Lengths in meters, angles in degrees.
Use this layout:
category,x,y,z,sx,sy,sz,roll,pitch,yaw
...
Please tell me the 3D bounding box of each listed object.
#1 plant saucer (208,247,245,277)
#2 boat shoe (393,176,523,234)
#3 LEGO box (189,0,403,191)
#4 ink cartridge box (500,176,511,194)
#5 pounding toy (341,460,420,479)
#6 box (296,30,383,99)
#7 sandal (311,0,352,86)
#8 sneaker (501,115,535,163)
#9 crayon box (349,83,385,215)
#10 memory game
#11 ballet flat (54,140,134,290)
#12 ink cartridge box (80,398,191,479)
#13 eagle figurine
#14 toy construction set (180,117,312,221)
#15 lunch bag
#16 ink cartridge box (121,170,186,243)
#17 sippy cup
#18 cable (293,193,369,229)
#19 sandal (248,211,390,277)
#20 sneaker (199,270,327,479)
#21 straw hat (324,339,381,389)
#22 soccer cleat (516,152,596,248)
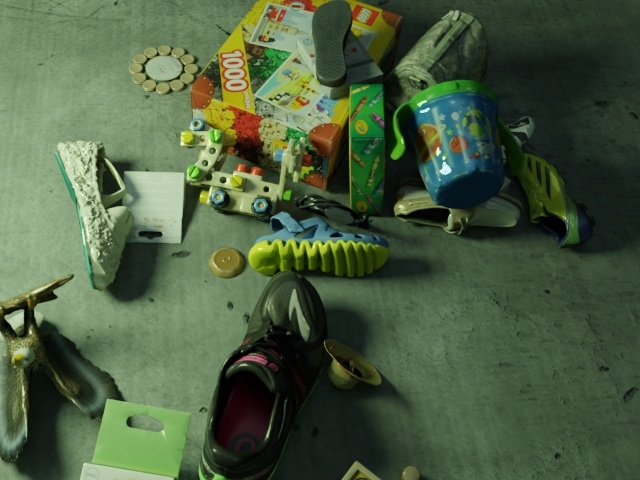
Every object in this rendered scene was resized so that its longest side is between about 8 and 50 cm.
category,x,y,z,sx,sy,sz,roll,pitch,yaw
plant saucer,-0.213,0.047,1.693,0.083,0.015,0.084,3,55,-4
boat shoe,0.323,-0.066,1.776,0.302,0.113,0.103,10,57,12
LEGO box,-0.053,-0.417,1.921,0.372,0.193,0.500,21,56,9
ink cartridge box,0.388,-0.141,1.833,0.135,0.099,0.056,39,62,21
pounding toy,0.120,0.489,1.373,0.181,0.094,0.206,34,59,17
box,0.045,-0.432,1.800,0.145,0.038,0.186,-19,59,-18
sandal,0.023,-0.467,1.774,0.097,0.054,0.255,4,64,5
sneaker,0.441,-0.283,1.917,0.235,0.094,0.153,-44,95,-19
crayon box,0.108,-0.205,1.737,0.081,0.278,0.166,0,55,3
memory game,-0.426,-0.466,2.027,0.186,0.012,0.186,3,55,-4
ballet flat,-0.494,-0.080,1.672,0.146,0.147,0.409,-16,59,-16
ink cartridge box,-0.342,0.419,1.356,0.171,0.056,0.235,9,77,2
eagle figurine,-0.551,0.248,1.444,0.226,0.225,0.299,-20,92,25
toy construction set,-0.176,-0.167,1.739,0.327,0.151,0.215,9,81,17
lunch bag,0.299,-0.415,1.917,0.212,0.256,0.305,31,58,15
ink cartridge box,-0.392,-0.074,1.755,0.145,0.045,0.180,1,74,-6
sippy cup,0.310,-0.201,1.683,0.305,0.240,0.224,-13,62,6
cable,0.028,-0.070,1.727,0.184,0.150,0.047,17,93,8
sandal,0.000,0.000,1.687,0.317,0.126,0.138,5,51,-4
sneaker,-0.094,0.256,1.446,0.185,0.202,0.483,14,55,3
straw hat,0.050,0.271,1.534,0.144,0.144,0.061,40,102,20
soccer cleat,0.547,-0.102,1.828,0.121,0.093,0.289,-24,60,-13
